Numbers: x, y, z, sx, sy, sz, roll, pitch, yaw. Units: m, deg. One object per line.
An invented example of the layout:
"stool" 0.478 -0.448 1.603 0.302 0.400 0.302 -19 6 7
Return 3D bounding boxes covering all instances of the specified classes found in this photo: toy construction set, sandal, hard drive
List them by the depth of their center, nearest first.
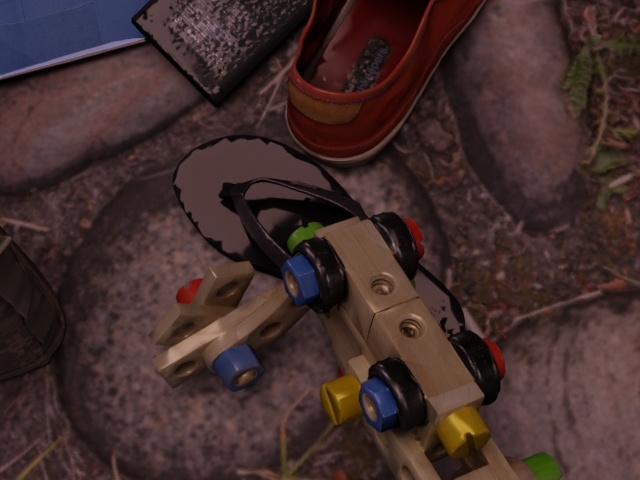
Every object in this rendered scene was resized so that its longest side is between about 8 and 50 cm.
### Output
"toy construction set" 0.030 0.111 1.000 0.151 0.215 0.327 -33 64 -29
"sandal" 0.001 0.000 1.102 0.254 0.054 0.097 35 79 15
"hard drive" -0.067 -0.184 1.173 0.094 0.022 0.135 45 81 -2

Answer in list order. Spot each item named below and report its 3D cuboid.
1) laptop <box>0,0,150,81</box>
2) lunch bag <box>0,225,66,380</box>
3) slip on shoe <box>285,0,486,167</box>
"laptop" -0.364 -0.317 1.158 0.236 0.408 0.382 -28 66 32
"lunch bag" -0.328 0.001 1.042 0.287 0.235 0.169 21 70 12
"slip on shoe" 0.070 -0.213 1.141 0.123 0.101 0.331 24 75 15
